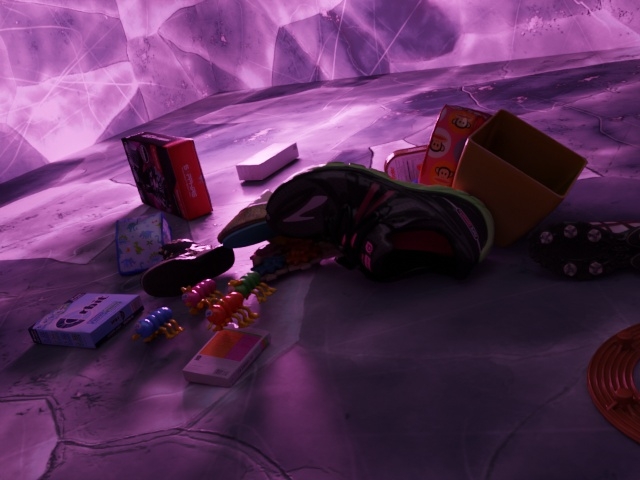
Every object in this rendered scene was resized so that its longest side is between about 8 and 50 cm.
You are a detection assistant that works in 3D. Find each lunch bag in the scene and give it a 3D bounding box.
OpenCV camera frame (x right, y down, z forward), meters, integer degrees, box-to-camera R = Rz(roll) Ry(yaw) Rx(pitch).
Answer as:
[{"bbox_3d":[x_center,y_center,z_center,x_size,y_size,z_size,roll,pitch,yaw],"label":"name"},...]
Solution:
[{"bbox_3d":[-0.449,0.016,1.719,0.129,0.096,0.151,-12,51,1],"label":"lunch bag"},{"bbox_3d":[0.310,-0.185,1.589,0.120,0.258,0.293,22,18,14],"label":"lunch bag"}]

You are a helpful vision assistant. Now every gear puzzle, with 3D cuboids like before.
[{"bbox_3d":[0.000,0.000,1.521,0.339,0.044,0.175,-18,20,0],"label":"gear puzzle"}]

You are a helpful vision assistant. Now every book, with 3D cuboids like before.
[{"bbox_3d":[-0.163,0.202,1.196,0.096,0.035,0.144,3,27,27],"label":"book"}]

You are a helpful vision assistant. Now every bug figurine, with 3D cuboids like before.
[{"bbox_3d":[-0.223,0.124,1.297,0.279,0.072,0.216,-14,14,33],"label":"bug figurine"}]

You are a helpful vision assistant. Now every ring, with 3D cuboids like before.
[{"bbox_3d":[0.528,0.176,0.883,0.337,0.032,0.336,-10,22,4],"label":"ring"}]

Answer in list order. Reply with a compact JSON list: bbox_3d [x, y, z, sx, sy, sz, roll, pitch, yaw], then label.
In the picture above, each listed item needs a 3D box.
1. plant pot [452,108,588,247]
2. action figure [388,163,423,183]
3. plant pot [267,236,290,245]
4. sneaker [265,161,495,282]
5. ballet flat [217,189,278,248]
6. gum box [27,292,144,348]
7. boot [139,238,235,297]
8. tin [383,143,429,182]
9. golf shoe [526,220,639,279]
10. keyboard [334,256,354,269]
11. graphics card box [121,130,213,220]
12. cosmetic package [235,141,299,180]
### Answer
[{"bbox_3d":[0.386,-0.114,1.393,0.212,0.187,0.212,35,40,13],"label":"plant pot"},{"bbox_3d":[0.189,-0.119,1.663,0.139,0.091,0.280,21,29,6],"label":"action figure"},{"bbox_3d":[-0.090,-0.049,1.657,0.134,0.134,0.095,-15,-1,-4],"label":"plant pot"},{"bbox_3d":[0.099,-0.031,1.357,0.483,0.185,0.202,7,40,20],"label":"sneaker"},{"bbox_3d":[-0.076,-0.075,1.563,0.349,0.123,0.123,-16,22,-5],"label":"ballet flat"},{"bbox_3d":[-0.501,0.168,1.446,0.184,0.041,0.157,-1,25,29],"label":"gum box"},{"bbox_3d":[-0.339,0.060,1.567,0.236,0.085,0.179,-22,21,-38],"label":"boot"},{"bbox_3d":[0.267,-0.203,1.835,0.190,0.106,0.040,-10,23,8],"label":"tin"},{"bbox_3d":[0.517,0.011,1.227,0.273,0.105,0.120,1,10,17],"label":"golf shoe"},{"bbox_3d":[0.088,0.032,1.479,0.108,0.023,0.180,-21,23,-18],"label":"keyboard"},{"bbox_3d":[-0.481,-0.209,2.089,0.094,0.232,0.371,-26,26,-29],"label":"graphics card box"},{"bbox_3d":[-0.177,-0.271,2.300,0.099,0.060,0.239,4,27,32],"label":"cosmetic package"}]
